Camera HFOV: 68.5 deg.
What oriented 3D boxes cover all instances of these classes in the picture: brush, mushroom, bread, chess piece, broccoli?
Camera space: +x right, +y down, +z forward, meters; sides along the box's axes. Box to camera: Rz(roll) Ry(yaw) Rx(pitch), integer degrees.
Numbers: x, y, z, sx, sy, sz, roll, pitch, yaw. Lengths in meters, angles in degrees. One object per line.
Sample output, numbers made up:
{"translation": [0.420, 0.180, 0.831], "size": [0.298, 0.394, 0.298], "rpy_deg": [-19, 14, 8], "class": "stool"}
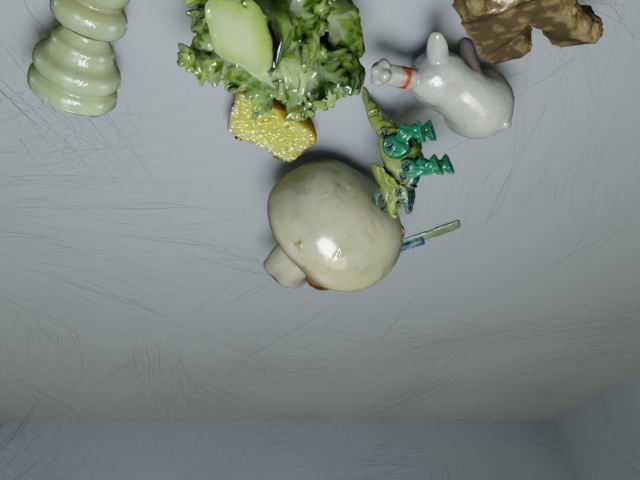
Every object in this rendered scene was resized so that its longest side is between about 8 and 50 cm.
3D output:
{"translation": [0.291, -0.010, 1.269], "size": [0.179, 0.030, 0.033], "rpy_deg": [-20, 130, 17], "class": "brush"}
{"translation": [0.000, 0.000, 1.031], "size": [0.315, 0.314, 0.336], "rpy_deg": [19, 134, -29], "class": "mushroom"}
{"translation": [-0.099, -0.228, 0.909], "size": [0.188, 0.065, 0.103], "rpy_deg": [19, 136, -31], "class": "bread"}
{"translation": [-0.354, -0.326, 0.713], "size": [0.133, 0.133, 0.243], "rpy_deg": [16, 129, -26], "class": "chess piece"}
{"translation": [-0.085, -0.334, 0.630], "size": [0.277, 0.317, 0.338], "rpy_deg": [1, 103, 10], "class": "broccoli"}

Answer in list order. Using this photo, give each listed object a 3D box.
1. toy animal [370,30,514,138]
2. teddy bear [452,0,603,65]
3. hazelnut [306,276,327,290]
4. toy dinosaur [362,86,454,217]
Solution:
{"translation": [0.221, -0.287, 0.838], "size": [0.283, 0.138, 0.140], "rpy_deg": [24, 125, -23], "class": "toy animal"}
{"translation": [0.274, -0.408, 0.684], "size": [0.246, 0.222, 0.296], "rpy_deg": [2, -179, 45], "class": "teddy bear"}
{"translation": [0.025, 0.063, 1.234], "size": [0.150, 0.150, 0.150], "rpy_deg": [-4, 141, -3], "class": "hazelnut"}
{"translation": [0.148, -0.178, 0.883], "size": [0.153, 0.259, 0.094], "rpy_deg": [-16, -179, 35], "class": "toy dinosaur"}
